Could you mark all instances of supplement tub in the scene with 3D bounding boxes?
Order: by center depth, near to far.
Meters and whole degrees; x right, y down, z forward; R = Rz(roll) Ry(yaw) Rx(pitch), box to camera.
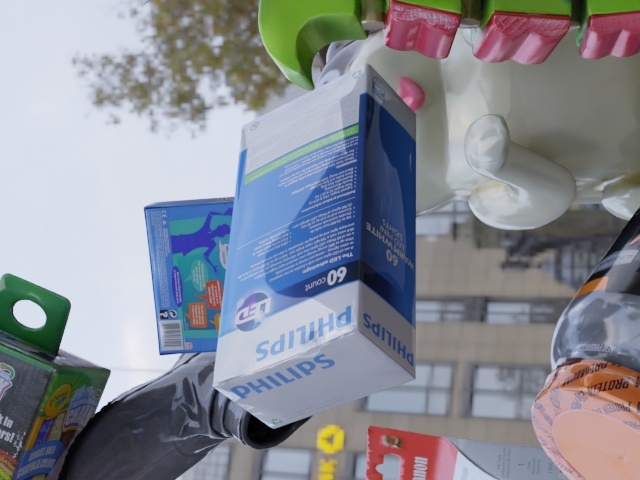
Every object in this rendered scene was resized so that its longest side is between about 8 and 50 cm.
[{"bbox_3d":[0.306,0.055,0.995,0.316,0.193,0.194,-49,-42,-28],"label":"supplement tub"}]

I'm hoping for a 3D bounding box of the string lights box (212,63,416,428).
[{"bbox_3d":[0.000,0.000,0.998,0.077,0.133,0.260,41,-141,-38],"label":"string lights box"}]

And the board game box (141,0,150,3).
[{"bbox_3d":[-0.129,-0.243,0.983,0.103,0.026,0.154,48,-151,-5],"label":"board game box"}]

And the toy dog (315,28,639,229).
[{"bbox_3d":[0.194,-0.148,1.372,0.395,0.407,0.285,-89,-6,-85],"label":"toy dog"}]

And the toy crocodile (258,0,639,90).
[{"bbox_3d":[0.132,-0.154,0.801,0.115,0.340,0.105,94,175,-78],"label":"toy crocodile"}]

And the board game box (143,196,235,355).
[{"bbox_3d":[-0.070,0.033,1.348,0.047,0.210,0.160,-48,-46,-78],"label":"board game box"}]

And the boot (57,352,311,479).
[{"bbox_3d":[-0.134,0.208,1.462,0.338,0.222,0.118,-48,-65,-24],"label":"boot"}]

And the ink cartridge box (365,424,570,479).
[{"bbox_3d":[0.161,0.277,1.370,0.189,0.232,0.066,89,-174,-52],"label":"ink cartridge box"}]

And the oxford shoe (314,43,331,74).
[{"bbox_3d":[0.045,-0.179,1.642,0.227,0.096,0.083,65,-162,-14],"label":"oxford shoe"}]

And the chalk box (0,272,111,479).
[{"bbox_3d":[-0.367,0.186,1.467,0.179,0.180,0.289,38,-106,-77],"label":"chalk box"}]
